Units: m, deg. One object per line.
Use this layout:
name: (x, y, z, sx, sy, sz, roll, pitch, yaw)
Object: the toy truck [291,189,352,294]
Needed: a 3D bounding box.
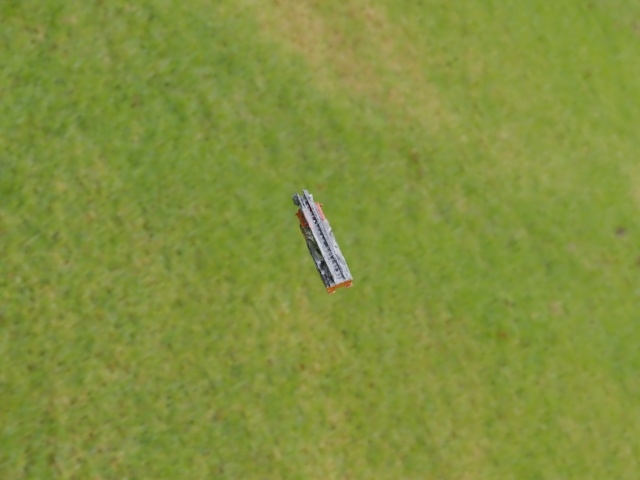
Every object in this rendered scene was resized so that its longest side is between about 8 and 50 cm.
toy truck: (0.000, 0.000, 1.114, 0.032, 0.024, 0.083, 84, -15, -67)
